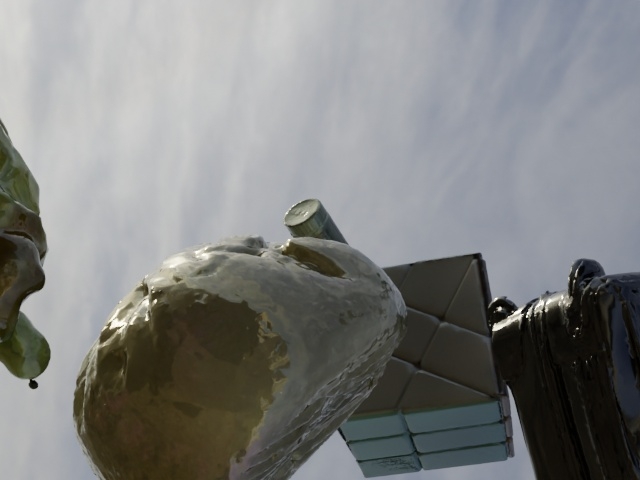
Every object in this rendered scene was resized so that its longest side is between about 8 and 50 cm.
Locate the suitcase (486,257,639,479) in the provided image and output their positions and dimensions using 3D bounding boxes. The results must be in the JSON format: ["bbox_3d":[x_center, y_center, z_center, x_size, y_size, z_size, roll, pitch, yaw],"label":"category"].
[{"bbox_3d":[0.376,0.196,1.055,0.188,0.345,0.339,-30,-115,46],"label":"suitcase"}]

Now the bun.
[{"bbox_3d":[-0.044,0.064,0.524,0.128,0.193,0.178,42,-42,16],"label":"bun"}]

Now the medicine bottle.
[{"bbox_3d":[0.000,0.000,1.016,0.047,0.047,0.083,14,-35,51],"label":"medicine bottle"}]

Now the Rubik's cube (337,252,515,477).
[{"bbox_3d":[0.137,0.177,1.321,0.224,0.231,0.221,69,14,-55],"label":"Rubik's cube"}]

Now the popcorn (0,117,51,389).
[{"bbox_3d":[-0.191,-0.001,0.415,0.136,0.162,0.141,-33,-128,20],"label":"popcorn"}]
